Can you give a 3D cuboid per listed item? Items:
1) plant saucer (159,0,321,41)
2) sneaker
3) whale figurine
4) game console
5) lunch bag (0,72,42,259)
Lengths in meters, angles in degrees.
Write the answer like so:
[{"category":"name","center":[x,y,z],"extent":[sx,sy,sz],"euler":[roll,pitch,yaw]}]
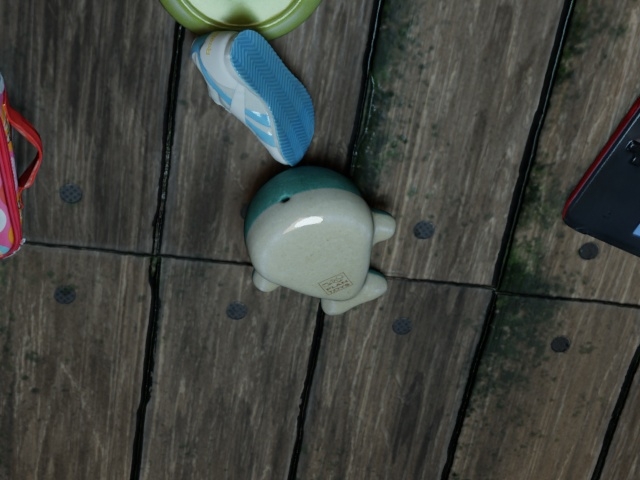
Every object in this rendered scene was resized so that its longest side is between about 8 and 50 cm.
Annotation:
[{"category":"plant saucer","center":[-0.100,-0.351,1.474],"extent":[0.241,0.037,0.241],"euler":[-2,120,-3]},{"category":"sneaker","center":[-0.083,-0.188,1.545],"extent":[0.092,0.087,0.228],"euler":[11,147,37]},{"category":"whale figurine","center":[0.000,0.000,1.646],"extent":[0.216,0.141,0.272],"euler":[-26,143,10]},{"category":"game console","center":[0.583,-0.089,1.663],"extent":[0.387,0.060,0.342],"euler":[22,115,-15]},{"category":"lunch bag","center":[-0.487,-0.100,1.523],"extent":[0.258,0.120,0.293],"euler":[-4,132,-7]}]
